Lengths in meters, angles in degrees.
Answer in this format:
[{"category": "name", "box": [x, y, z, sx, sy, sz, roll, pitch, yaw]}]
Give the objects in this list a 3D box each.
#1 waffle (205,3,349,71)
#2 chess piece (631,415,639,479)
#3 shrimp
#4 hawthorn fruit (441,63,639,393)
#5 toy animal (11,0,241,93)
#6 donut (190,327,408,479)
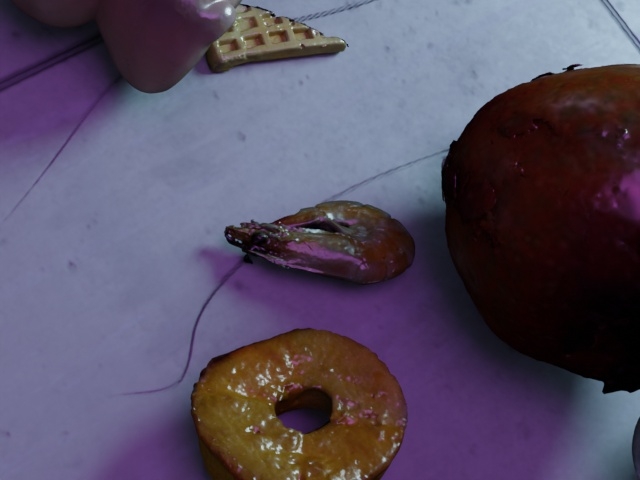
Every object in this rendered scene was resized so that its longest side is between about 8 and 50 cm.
[{"category": "waffle", "box": [-0.053, -0.223, 1.398, 0.153, 0.023, 0.097, -11, 73, -23]}, {"category": "chess piece", "box": [0.427, 0.138, 1.323, 0.176, 0.176, 0.298, 47, 48, 3]}, {"category": "shrimp", "box": [0.000, 0.000, 1.316, 0.190, 0.042, 0.101, 3, 47, -19]}, {"category": "hawthorn fruit", "box": [0.258, -0.011, 1.279, 0.316, 0.316, 0.316, 8, 66, -17]}, {"category": "toy animal", "box": [-0.176, -0.261, 1.282, 0.210, 0.229, 0.221, -58, 132, -30]}, {"category": "donut", "box": [-0.021, 0.163, 1.198, 0.174, 0.074, 0.190, 35, 48, 22]}]
